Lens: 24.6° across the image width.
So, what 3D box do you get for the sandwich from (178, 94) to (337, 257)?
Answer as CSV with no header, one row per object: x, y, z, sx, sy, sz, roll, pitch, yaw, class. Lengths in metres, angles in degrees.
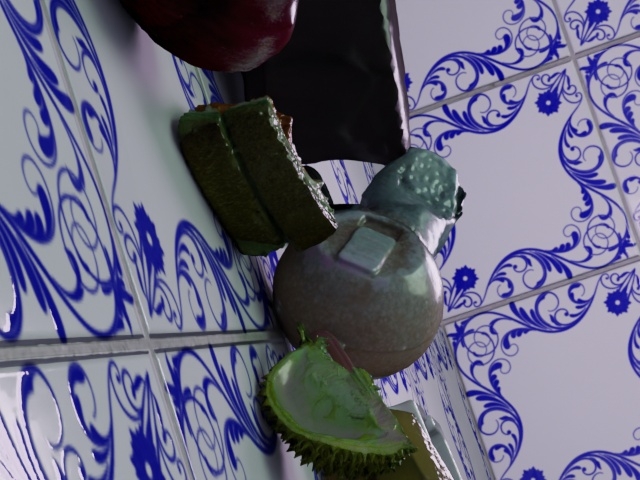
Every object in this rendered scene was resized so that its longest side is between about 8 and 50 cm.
-0.061,-0.084,1.423,0.160,0.109,0.185,-96,165,-51,sandwich

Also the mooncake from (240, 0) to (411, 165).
-0.001,-0.265,1.776,0.381,0.212,0.351,-74,162,-83,mooncake

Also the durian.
0.002,0.152,1.324,0.215,0.100,0.086,43,-14,46,durian

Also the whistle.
0.062,0.027,1.564,0.348,0.189,0.189,-56,131,-47,whistle

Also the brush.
0.037,0.175,1.347,0.047,0.103,0.233,11,36,-40,brush

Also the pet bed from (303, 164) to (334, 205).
0.000,0.000,1.838,0.201,0.053,0.201,-20,90,-83,pet bed

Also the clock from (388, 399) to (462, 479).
0.110,0.297,1.556,0.231,0.116,0.262,63,6,20,clock

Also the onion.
-0.128,-0.270,1.266,0.272,0.195,0.272,37,-44,47,onion
